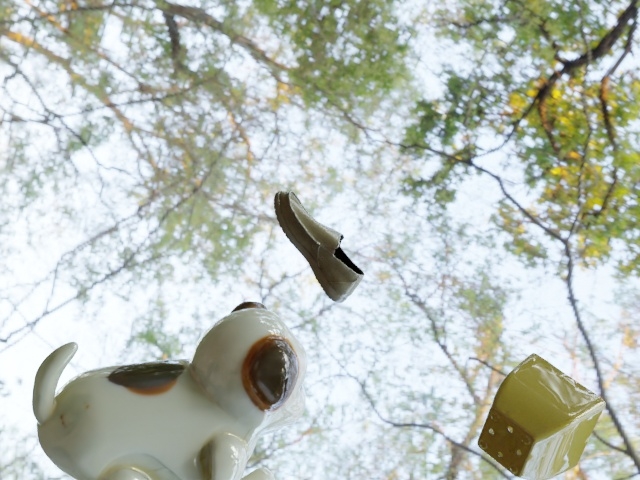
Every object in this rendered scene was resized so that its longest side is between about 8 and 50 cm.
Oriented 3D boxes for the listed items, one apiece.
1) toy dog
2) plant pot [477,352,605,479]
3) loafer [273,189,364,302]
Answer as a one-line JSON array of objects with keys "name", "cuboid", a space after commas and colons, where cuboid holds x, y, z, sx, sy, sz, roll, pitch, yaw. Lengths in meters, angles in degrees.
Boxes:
[{"name": "toy dog", "cuboid": [-0.209, 0.262, 1.316, 0.407, 0.396, 0.284, -29, -165, -6]}, {"name": "plant pot", "cuboid": [0.187, 0.166, 0.737, 0.081, 0.083, 0.082, 35, -53, 35]}, {"name": "loafer", "cuboid": [0.000, 0.000, 0.948, 0.050, 0.056, 0.148, -32, -84, 16]}]
